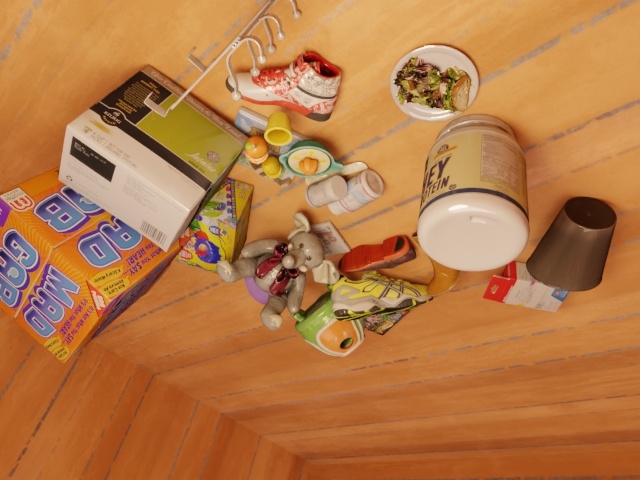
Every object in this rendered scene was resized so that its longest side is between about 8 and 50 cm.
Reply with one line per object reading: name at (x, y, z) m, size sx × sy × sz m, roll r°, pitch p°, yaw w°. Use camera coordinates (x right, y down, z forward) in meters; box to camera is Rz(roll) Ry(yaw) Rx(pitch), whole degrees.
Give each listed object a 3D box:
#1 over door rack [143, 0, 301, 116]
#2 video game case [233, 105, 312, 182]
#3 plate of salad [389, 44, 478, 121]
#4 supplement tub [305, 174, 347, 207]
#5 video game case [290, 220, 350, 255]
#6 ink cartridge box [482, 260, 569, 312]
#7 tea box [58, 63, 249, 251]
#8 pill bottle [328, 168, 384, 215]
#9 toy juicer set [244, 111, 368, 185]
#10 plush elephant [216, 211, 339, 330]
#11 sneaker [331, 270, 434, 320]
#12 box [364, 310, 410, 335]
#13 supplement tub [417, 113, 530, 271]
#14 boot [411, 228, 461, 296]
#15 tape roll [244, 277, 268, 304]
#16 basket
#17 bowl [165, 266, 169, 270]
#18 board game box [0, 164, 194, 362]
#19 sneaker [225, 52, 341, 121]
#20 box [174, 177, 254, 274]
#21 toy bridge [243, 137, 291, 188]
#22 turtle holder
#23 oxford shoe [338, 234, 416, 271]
over door rack at (-0.202, -0.392, 1.115) m, size 0.324 × 0.239 × 0.108 m, roll -16°, pitch 126°, yaw 33°
video game case at (-0.153, -0.259, 1.424) m, size 0.212 × 0.023 × 0.193 m, roll 24°, pitch 141°, yaw -9°
plate of salad at (0.257, -0.349, 1.156) m, size 0.200 × 0.048 × 0.200 m, roll 10°, pitch 142°, yaw 8°
supplement tub at (0.015, -0.136, 1.411) m, size 0.107 × 0.071 × 0.071 m, roll -16°, pitch 132°, yaw 45°
video game case at (0.000, 0.000, 1.685) m, size 0.157 × 0.019 × 0.143 m, roll -11°, pitch 133°, yaw 31°
ink cartridge box at (0.641, 0.141, 1.586) m, size 0.231 × 0.078 × 0.134 m, roll 10°, pitch 140°, yaw 7°
tea box at (-0.419, -0.213, 1.302) m, size 0.329 × 0.323 × 0.220 m, roll 36°, pitch 139°, yaw -8°
pill bottle at (0.096, -0.132, 1.440) m, size 0.087 × 0.087 × 0.160 m, roll 38°, pitch 137°, yaw -25°
toy juicer set at (-0.055, -0.199, 1.357) m, size 0.329 × 0.089 × 0.209 m, roll 23°, pitch 144°, yaw -37°
plush elephant at (-0.094, 0.072, 1.565) m, size 0.272 × 0.330 × 0.255 m, roll 52°, pitch 130°, yaw 3°
sneaker at (0.215, 0.168, 1.678) m, size 0.385 × 0.147 × 0.145 m, roll -2°, pitch 158°, yaw -27°
box at (0.220, 0.272, 1.916) m, size 0.159 × 0.044 × 0.233 m, roll 23°, pitch 141°, yaw -8°
supplement tub at (0.357, -0.117, 1.178) m, size 0.235 × 0.324 × 0.235 m, roll 10°, pitch 141°, yaw 8°
boot at (0.361, 0.043, 1.564) m, size 0.211 × 0.104 × 0.295 m, roll 32°, pitch 134°, yaw -11°
tape roll at (-0.171, 0.125, 1.760) m, size 0.080 × 0.189 × 0.189 m, roll -20°, pitch 129°, yaw 37°
basket at (0.689, 0.008, 1.359) m, size 0.204 × 0.154 × 0.227 m, roll 7°, pitch 137°, yaw 9°
bowl at (-0.638, 0.031, 1.759) m, size 0.163 × 0.311 × 0.311 m, roll -25°, pitch 128°, yaw 16°
board game box at (-0.650, 0.034, 1.386) m, size 0.356 × 0.356 × 0.356 m, roll 44°, pitch 125°, yaw -5°
sneaker at (-0.084, -0.388, 1.197) m, size 0.270 × 0.090 × 0.145 m, roll 16°, pitch 141°, yaw -6°
box at (-0.384, -0.064, 1.619) m, size 0.279 × 0.177 × 0.290 m, roll 18°, pitch 141°, yaw 0°
toy bridge at (-0.163, -0.211, 1.447) m, size 0.063 × 0.026 × 0.188 m, roll -17°, pitch 132°, yaw 37°
turtle holder at (0.033, 0.292, 1.810) m, size 0.227 × 0.243 × 0.320 m, roll 49°, pitch 156°, yaw -1°
oxford shoe at (0.182, 0.068, 1.649) m, size 0.271 × 0.097 × 0.098 m, roll -16°, pitch 138°, yaw 34°
